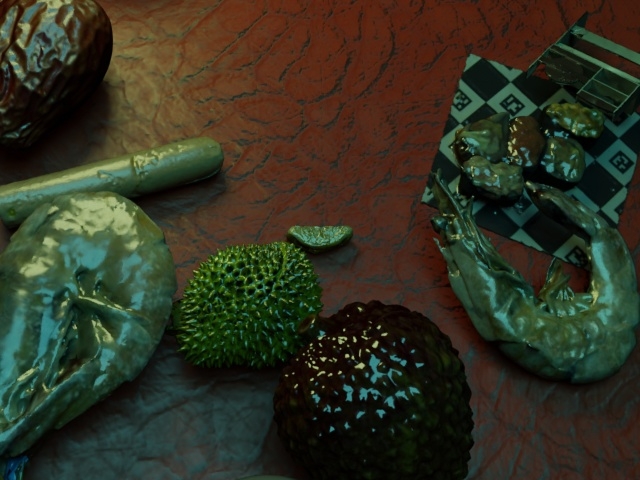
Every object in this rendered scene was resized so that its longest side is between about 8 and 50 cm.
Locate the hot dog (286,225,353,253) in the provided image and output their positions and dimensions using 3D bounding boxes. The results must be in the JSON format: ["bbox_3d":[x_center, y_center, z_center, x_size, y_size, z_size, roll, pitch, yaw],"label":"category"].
[{"bbox_3d":[0.000,0.000,1.367,0.090,0.030,0.034,0,67,-9],"label":"hot dog"}]

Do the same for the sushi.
[{"bbox_3d":[0.320,-0.129,1.468,0.292,0.059,0.294,21,63,0],"label":"sushi"}]

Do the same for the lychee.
[{"bbox_3d":[0.067,0.192,1.182,0.236,0.236,0.271,-40,107,-23],"label":"lychee"}]

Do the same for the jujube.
[{"bbox_3d":[-0.371,-0.226,1.347,0.168,0.168,0.236,23,76,1],"label":"jujube"}]

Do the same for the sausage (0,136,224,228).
[{"bbox_3d":[-0.270,-0.078,1.341,0.301,0.066,0.066,-18,70,-16],"label":"sausage"}]

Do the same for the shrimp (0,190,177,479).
[{"bbox_3d":[-0.305,0.141,1.197,0.221,0.110,0.445,13,66,4],"label":"shrimp"}]

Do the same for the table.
[{"bbox_3d":[0.406,-0.245,1.512,0.146,0.062,0.175,33,61,24],"label":"table"}]

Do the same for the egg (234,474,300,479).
[{"bbox_3d":[-0.050,0.335,1.139,0.199,0.146,0.146,13,64,-11],"label":"egg"}]

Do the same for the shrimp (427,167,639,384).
[{"bbox_3d":[0.280,0.028,1.361,0.360,0.085,0.247,46,72,2],"label":"shrimp"}]

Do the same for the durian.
[{"bbox_3d":[-0.088,0.084,1.241,0.198,0.159,0.146,-22,66,-18],"label":"durian"}]
